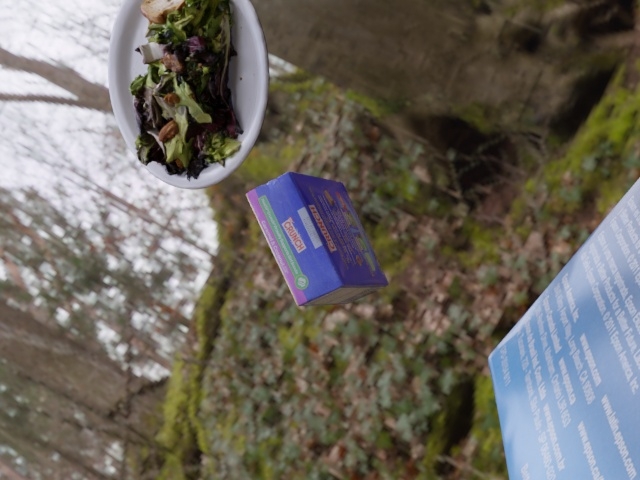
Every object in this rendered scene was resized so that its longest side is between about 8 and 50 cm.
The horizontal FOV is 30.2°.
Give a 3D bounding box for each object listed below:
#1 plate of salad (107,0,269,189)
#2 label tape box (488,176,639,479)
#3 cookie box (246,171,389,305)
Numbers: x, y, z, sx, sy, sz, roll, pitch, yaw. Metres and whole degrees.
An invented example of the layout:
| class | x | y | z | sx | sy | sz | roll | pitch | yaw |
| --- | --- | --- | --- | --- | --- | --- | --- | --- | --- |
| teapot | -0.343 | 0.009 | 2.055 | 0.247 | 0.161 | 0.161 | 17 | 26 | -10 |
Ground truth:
| class | x | y | z | sx | sy | sz | roll | pitch | yaw |
| --- | --- | --- | --- | --- | --- | --- | --- | --- | --- |
| plate of salad | -0.123 | -0.142 | 1.013 | 0.048 | 0.200 | 0.199 | -11 | -54 | -50 |
| label tape box | 0.215 | 0.008 | 0.486 | 0.333 | 0.106 | 0.240 | -53 | 11 | 20 |
| cookie box | 0.000 | 0.000 | 0.865 | 0.040 | 0.091 | 0.107 | -28 | -12 | 17 |
